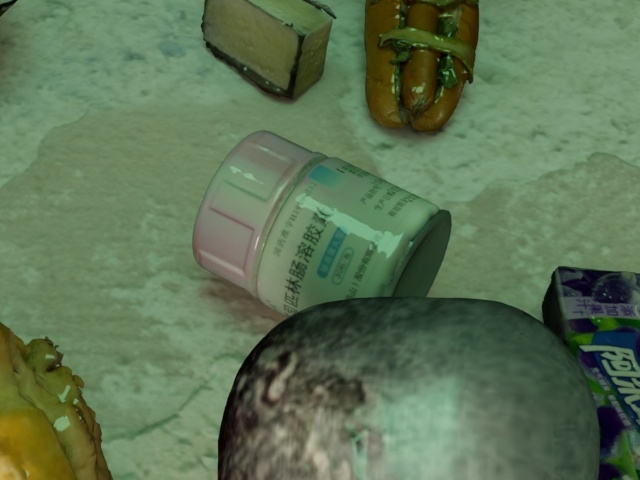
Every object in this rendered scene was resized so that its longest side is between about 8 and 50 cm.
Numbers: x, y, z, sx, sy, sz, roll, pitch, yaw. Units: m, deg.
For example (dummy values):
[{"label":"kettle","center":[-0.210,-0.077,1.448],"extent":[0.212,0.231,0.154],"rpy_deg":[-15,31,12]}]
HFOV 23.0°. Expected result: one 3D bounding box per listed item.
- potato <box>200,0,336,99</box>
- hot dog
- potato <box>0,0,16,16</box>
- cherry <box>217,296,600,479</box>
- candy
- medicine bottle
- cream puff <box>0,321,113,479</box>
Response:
[{"label":"potato","center":[-0.050,-0.196,1.451],"extent":[0.122,0.086,0.061],"rpy_deg":[35,39,26]},{"label":"hot dog","center":[0.095,-0.198,1.475],"extent":[0.109,0.072,0.269],"rpy_deg":[5,46,1]},{"label":"potato","center":[-0.429,-0.250,1.395],"extent":[0.300,0.196,0.246],"rpy_deg":[40,28,-5]},{"label":"cherry","center":[0.057,0.154,1.046],"extent":[0.255,0.218,0.296],"rpy_deg":[5,58,-1]},{"label":"candy","center":[0.229,0.150,1.173],"extent":[0.088,0.061,0.312],"rpy_deg":[3,47,-8]},{"label":"medicine bottle","center":[0.000,0.000,1.236],"extent":[0.168,0.135,0.135],"rpy_deg":[27,50,18]},{"label":"cream puff","center":[-0.283,0.173,0.934],"extent":[0.327,0.231,0.342],"rpy_deg":[-10,90,-3]}]
